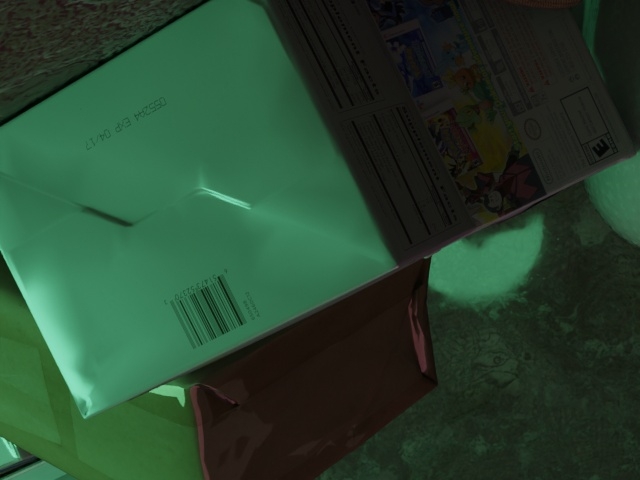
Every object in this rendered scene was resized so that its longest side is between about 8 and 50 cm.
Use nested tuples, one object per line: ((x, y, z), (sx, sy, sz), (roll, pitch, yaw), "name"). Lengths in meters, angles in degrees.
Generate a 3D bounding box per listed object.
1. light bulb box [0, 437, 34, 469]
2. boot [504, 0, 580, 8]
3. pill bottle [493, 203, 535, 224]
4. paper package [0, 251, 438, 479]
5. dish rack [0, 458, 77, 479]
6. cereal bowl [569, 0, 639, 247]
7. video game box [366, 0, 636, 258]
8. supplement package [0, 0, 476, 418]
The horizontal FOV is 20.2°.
((-0.342, 0.129, 1.960), (0.361, 0.225, 0.358), (-28, 177, 42), "light bulb box")
((0.248, -0.244, 1.261), (0.262, 0.095, 0.203), (-23, 177, -32), "boot")
((0.143, -0.121, 1.657), (0.210, 0.210, 0.363), (-26, 179, 17), "pill bottle")
((-0.111, 0.067, 1.520), (0.325, 0.168, 0.309), (22, -140, 36), "paper package")
((-0.314, 0.278, 2.025), (0.285, 0.072, 0.333), (-23, 178, -5), "dish rack")
((0.276, -0.157, 1.445), (0.141, 0.339, 0.339), (10, 178, -1), "cereal bowl")
((0.107, -0.114, 1.322), (0.187, 0.205, 0.048), (-25, 180, -17), "video game box")
((-0.069, -0.033, 1.199), (0.262, 0.204, 0.145), (-27, 179, 27), "supplement package")
